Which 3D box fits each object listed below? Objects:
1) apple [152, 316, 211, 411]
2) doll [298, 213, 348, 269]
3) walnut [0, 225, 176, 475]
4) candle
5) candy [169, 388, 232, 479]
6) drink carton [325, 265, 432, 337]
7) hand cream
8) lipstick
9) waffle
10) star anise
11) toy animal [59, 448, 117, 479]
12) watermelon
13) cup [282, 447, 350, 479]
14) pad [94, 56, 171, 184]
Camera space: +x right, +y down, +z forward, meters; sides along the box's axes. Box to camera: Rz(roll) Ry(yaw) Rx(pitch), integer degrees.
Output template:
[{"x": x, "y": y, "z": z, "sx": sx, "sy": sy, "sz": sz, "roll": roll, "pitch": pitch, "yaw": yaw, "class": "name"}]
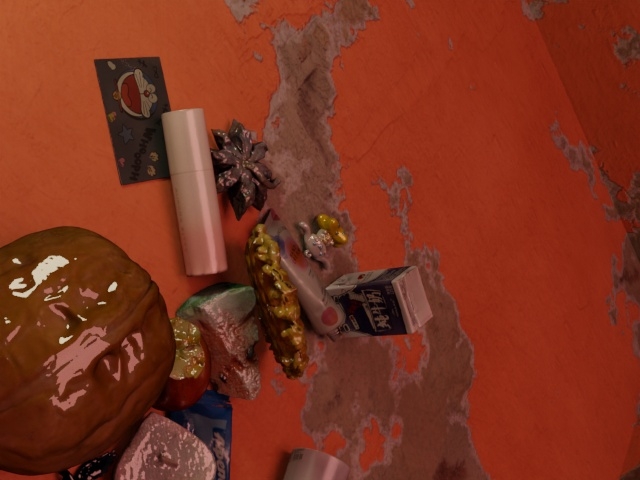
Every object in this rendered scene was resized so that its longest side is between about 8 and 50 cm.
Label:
[{"x": -0.276, "y": 0.231, "z": 1.691, "sx": 0.158, "sy": 0.156, "sz": 0.147, "roll": -49, "pitch": 137, "yaw": -54, "class": "apple"}, {"x": -0.004, "y": -0.006, "z": 2.128, "sx": 0.135, "sy": 0.071, "sz": 0.113, "roll": 33, "pitch": 78, "yaw": -35, "class": "doll"}, {"x": -0.410, "y": 0.167, "z": 1.418, "sx": 0.398, "sy": 0.308, "sz": 0.354, "roll": -49, "pitch": 121, "yaw": -40, "class": "walnut"}, {"x": -0.293, "y": 0.397, "z": 1.657, "sx": 0.192, "sy": 0.068, "sz": 0.168, "roll": -8, "pitch": 74, "yaw": -22, "class": "candle"}, {"x": -0.237, "y": 0.446, "z": 1.761, "sx": 0.187, "sy": 0.077, "sz": 0.331, "roll": 27, "pitch": 59, "yaw": -52, "class": "candy"}, {"x": 0.132, "y": 0.145, "z": 2.128, "sx": 0.102, "sy": 0.222, "sz": 0.134, "roll": -35, "pitch": 110, "yaw": -47, "class": "drink carton"}, {"x": -0.037, "y": 0.089, "z": 2.051, "sx": 0.341, "sy": 0.077, "sz": 0.124, "roll": 61, "pitch": 22, "yaw": -21, "class": "hand cream"}, {"x": -0.250, "y": -0.095, "z": 1.814, "sx": 0.087, "sy": 0.087, "sz": 0.327, "roll": -14, "pitch": 96, "yaw": -50, "class": "lipstick"}, {"x": -0.093, "y": 0.126, "z": 1.852, "sx": 0.068, "sy": 0.302, "sz": 0.325, "roll": -16, "pitch": 92, "yaw": -10, "class": "waffle"}, {"x": -0.161, "y": -0.151, "z": 1.944, "sx": 0.262, "sy": 0.081, "sz": 0.230, "roll": 15, "pitch": 62, "yaw": -45, "class": "star anise"}, {"x": -0.428, "y": 0.433, "z": 1.559, "sx": 0.220, "sy": 0.062, "sz": 0.108, "roll": -28, "pitch": 85, "yaw": -47, "class": "toy animal"}, {"x": -0.190, "y": 0.214, "z": 1.846, "sx": 0.154, "sy": 0.094, "sz": 0.241, "roll": -24, "pitch": 102, "yaw": -41, "class": "watermelon"}, {"x": -0.026, "y": 0.546, "z": 1.972, "sx": 0.134, "sy": 0.173, "sz": 0.142, "roll": 25, "pitch": 62, "yaw": -10, "class": "cup"}, {"x": -0.352, "y": -0.239, "z": 1.791, "sx": 0.170, "sy": 0.006, "sz": 0.246, "roll": -16, "pitch": 95, "yaw": -50, "class": "pad"}]
